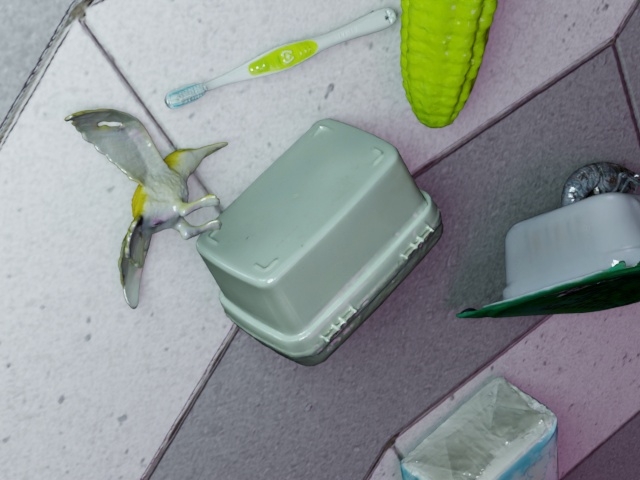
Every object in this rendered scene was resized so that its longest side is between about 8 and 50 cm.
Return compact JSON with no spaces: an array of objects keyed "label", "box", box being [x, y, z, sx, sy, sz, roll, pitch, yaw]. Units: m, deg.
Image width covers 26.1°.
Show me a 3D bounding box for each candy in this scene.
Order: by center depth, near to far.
[{"label":"candy","box":[0.119,-0.197,1.313,0.097,0.097,0.209,-26,137,-34]}]

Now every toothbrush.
[{"label":"toothbrush","box":[-0.030,-0.164,1.231,0.263,0.026,0.022,-27,102,-35]}]

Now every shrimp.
[{"label":"shrimp","box":[0.358,-0.064,1.711,0.165,0.057,0.065,1,101,-37]}]

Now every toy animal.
[{"label":"toy animal","box":[-0.122,-0.033,1.169,0.155,0.095,0.219,-27,136,-27]}]

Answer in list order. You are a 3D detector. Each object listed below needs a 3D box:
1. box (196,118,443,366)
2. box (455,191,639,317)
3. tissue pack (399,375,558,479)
[{"label":"box","box":[0.000,0.000,1.289,0.210,0.148,0.129,-45,134,-18]},{"label":"box","box":[0.350,0.014,1.661,0.337,0.264,0.106,2,72,-48]},{"label":"tissue pack","box":[0.215,0.337,1.801,0.201,0.124,0.271,-34,139,-21]}]
